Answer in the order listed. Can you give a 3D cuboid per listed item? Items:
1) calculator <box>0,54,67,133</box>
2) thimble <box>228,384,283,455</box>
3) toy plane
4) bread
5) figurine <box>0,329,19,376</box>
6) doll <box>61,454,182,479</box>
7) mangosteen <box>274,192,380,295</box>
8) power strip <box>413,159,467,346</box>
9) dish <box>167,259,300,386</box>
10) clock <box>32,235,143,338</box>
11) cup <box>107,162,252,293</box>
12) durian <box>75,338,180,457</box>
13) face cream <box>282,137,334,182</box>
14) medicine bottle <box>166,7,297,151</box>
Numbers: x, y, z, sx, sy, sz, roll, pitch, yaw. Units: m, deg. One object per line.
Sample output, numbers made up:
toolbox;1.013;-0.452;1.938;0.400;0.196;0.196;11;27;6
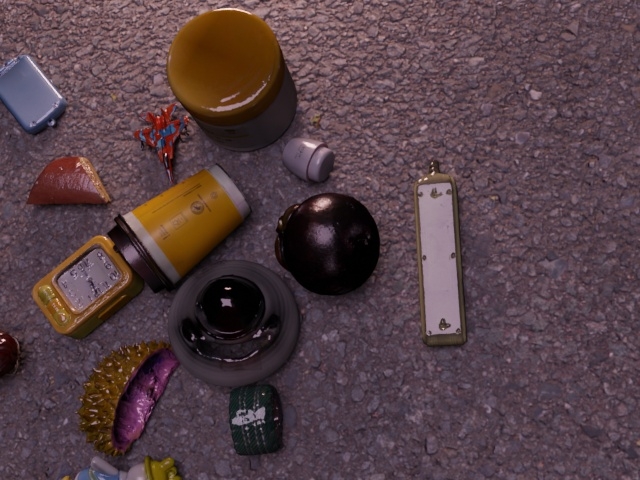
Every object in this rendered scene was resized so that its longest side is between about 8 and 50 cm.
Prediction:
calculator;-0.676;-0.338;2.104;0.121;0.039;0.210;-42;74;-1
thimble;-0.127;0.355;1.796;0.090;0.118;0.135;-8;73;9
toy plane;-0.342;-0.209;2.008;0.130;0.061;0.189;-15;78;4
bread;-0.558;-0.134;2.017;0.192;0.067;0.119;-1;76;9
figurine;-0.755;0.239;1.907;0.239;0.116;0.175;-1;73;3
doll;-0.400;0.492;1.816;0.240;0.099;0.135;-14;75;2
mangosteen;0.000;0.000;1.839;0.250;0.211;0.211;18;77;44
power strip;0.243;0.022;1.855;0.092;0.066;0.388;-4;78;10
dish;-0.180;0.143;1.817;0.273;0.134;0.274;-1;62;2
clock;-0.494;0.101;1.934;0.202;0.096;0.143;-40;70;-3
cup;-0.290;-0.029;1.896;0.279;0.196;0.196;-37;73;-11
durian;-0.417;0.307;1.865;0.186;0.154;0.261;5;67;36
face cream;-0.026;-0.173;1.931;0.095;0.091;0.091;25;81;22
medicine bottle;-0.182;-0.333;1.924;0.237;0.232;0.238;-2;75;8
